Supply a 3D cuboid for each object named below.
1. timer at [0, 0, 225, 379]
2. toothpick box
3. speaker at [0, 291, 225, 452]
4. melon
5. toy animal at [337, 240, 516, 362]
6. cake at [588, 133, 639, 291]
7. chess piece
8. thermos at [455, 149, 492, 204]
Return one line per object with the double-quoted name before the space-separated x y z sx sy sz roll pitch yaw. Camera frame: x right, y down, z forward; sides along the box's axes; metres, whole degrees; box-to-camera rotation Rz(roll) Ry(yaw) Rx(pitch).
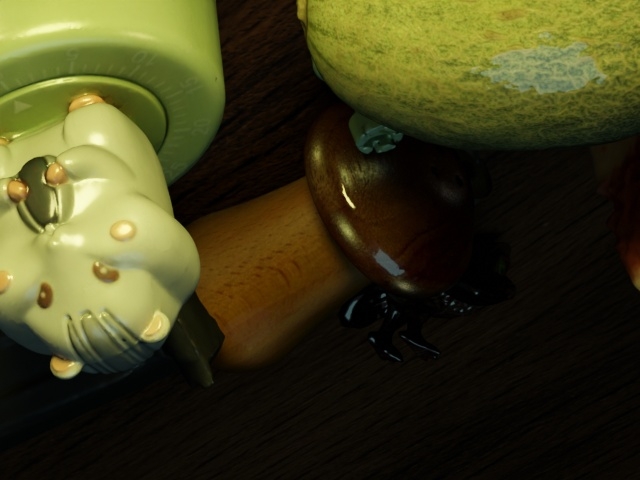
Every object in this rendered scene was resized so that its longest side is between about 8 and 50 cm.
"timer" -0.185 -0.049 1.419 0.291 0.315 0.291 -13 149 -8
"toothpick box" 0.000 0.000 1.748 0.294 0.192 0.192 -32 149 33
"speaker" -0.260 0.097 1.678 0.388 0.180 0.184 -25 -168 20
"melon" 0.145 -0.185 1.445 0.329 0.248 0.248 -4 148 -11
"toy animal" 0.116 0.038 1.972 0.179 0.116 0.218 -43 -165 -33
"cake" 0.420 -0.066 1.724 0.269 0.319 0.270 -3 145 -26
"chess piece" 0.036 -0.125 1.628 0.067 0.103 0.067 -14 150 -8
"thermos" 0.073 -0.025 1.865 0.073 0.083 0.187 31 129 -27
